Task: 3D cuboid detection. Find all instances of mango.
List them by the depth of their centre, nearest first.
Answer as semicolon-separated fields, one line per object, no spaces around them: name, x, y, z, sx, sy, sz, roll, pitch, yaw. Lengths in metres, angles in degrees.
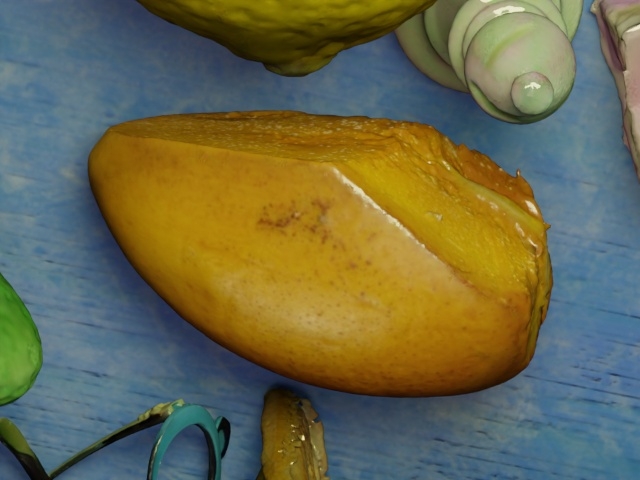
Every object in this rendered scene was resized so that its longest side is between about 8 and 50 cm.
mango;0.000;0.000;1.371;0.350;0.201;0.199;14;81;0

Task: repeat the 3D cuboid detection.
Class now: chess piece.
chess piece;0.120;-0.133;1.275;0.139;0.271;0.139;-1;112;-2

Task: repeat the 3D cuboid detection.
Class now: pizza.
pizza;-0.029;0.241;1.456;0.080;0.204;0.188;-8;118;5

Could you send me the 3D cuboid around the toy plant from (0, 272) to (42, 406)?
toy plant;-0.349;-0.057;1.334;0.317;0.210;0.356;-1;120;34

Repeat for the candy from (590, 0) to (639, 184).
candy;0.337;-0.129;1.369;0.265;0.116;0.155;-17;111;3

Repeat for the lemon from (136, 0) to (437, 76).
lemon;-0.021;-0.282;1.193;0.336;0.336;0.336;-1;111;-2

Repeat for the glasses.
glasses;-0.178;0.227;1.488;0.207;0.102;0.239;5;111;-5
